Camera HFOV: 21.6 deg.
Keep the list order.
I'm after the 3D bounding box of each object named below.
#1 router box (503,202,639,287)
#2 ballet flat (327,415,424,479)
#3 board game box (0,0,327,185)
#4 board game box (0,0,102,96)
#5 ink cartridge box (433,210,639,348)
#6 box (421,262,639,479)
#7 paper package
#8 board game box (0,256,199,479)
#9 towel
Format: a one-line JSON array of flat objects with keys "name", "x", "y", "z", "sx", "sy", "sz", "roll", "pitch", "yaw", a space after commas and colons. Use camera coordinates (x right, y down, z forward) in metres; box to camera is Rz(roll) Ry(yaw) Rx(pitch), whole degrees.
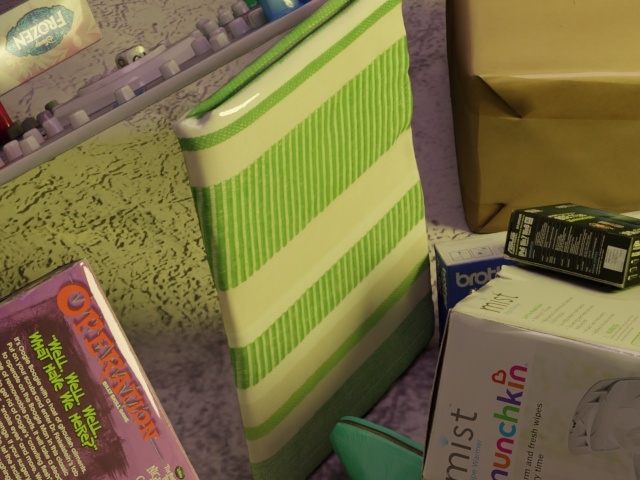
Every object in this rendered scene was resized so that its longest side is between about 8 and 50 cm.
[{"name": "router box", "x": 0.199, "y": 0.002, "z": 1.216, "sx": 0.092, "sy": 0.038, "sz": 0.122, "roll": 14, "pitch": 10, "yaw": 27}, {"name": "ballet flat", "x": 0.099, "y": 0.196, "z": 1.156, "sx": 0.247, "sy": 0.083, "sz": 0.087, "roll": 17, "pitch": 70, "yaw": 24}, {"name": "board game box", "x": -0.166, "y": -0.143, "z": 1.399, "sx": 0.390, "sy": 0.050, "sz": 0.390, "roll": -29, "pitch": 11, "yaw": -1}, {"name": "board game box", "x": -0.407, "y": -0.122, "z": 1.503, "sx": 0.318, "sy": 0.066, "sz": 0.319, "roll": -36, "pitch": 21, "yaw": -35}, {"name": "ink cartridge box", "x": 0.197, "y": 0.037, "z": 1.338, "sx": 0.207, "sy": 0.097, "sz": 0.046, "roll": -9, "pitch": 27, "yaw": -7}, {"name": "box", "x": 0.220, "y": 0.101, "z": 1.150, "sx": 0.231, "sy": 0.126, "sz": 0.262, "roll": 12, "pitch": 12, "yaw": 18}, {"name": "paper package", "x": 0.273, "y": -0.166, "z": 1.549, "sx": 0.310, "sy": 0.168, "sz": 0.324, "roll": -1, "pitch": 36, "yaw": 3}, {"name": "board game box", "x": -0.146, "y": 0.209, "z": 0.970, "sx": 0.208, "sy": 0.346, "sz": 0.056, "roll": -29, "pitch": 7, "yaw": -28}, {"name": "towel", "x": 0.000, "y": 0.000, "z": 1.214, "sx": 0.038, "sy": 0.324, "sz": 0.248, "roll": 15, "pitch": 40, "yaw": 31}]
